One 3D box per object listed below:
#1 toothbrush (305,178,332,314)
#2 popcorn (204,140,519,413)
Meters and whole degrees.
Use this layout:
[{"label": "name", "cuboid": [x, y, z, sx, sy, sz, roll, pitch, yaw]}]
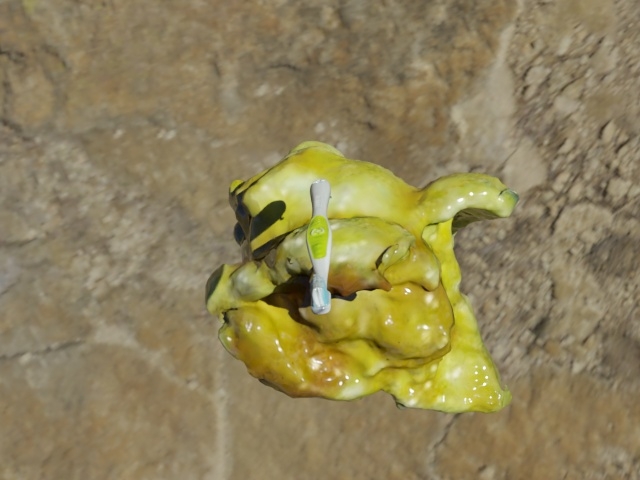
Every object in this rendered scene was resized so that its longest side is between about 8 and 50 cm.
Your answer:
[{"label": "toothbrush", "cuboid": [0.000, 0.000, 1.096, 0.022, 0.263, 0.026, -11, 111, 4]}, {"label": "popcorn", "cuboid": [0.055, 0.026, 1.385, 0.325, 0.321, 0.290, -46, 43, 10]}]
